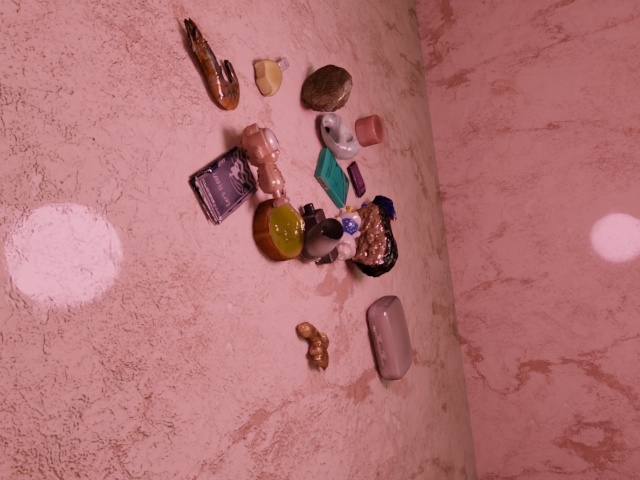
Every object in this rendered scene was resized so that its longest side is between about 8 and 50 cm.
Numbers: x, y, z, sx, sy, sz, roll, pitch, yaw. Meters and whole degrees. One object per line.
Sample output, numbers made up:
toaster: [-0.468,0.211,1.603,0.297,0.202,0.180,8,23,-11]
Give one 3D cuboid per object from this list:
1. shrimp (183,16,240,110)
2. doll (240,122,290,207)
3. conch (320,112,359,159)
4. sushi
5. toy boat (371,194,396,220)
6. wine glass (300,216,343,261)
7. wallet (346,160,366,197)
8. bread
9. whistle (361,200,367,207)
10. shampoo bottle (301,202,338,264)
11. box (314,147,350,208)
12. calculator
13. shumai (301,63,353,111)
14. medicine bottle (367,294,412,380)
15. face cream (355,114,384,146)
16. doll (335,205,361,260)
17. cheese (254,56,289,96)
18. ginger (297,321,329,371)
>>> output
shrimp: [-0.326,-0.554,1.485,0.169,0.058,0.296,-69,143,-53]
doll: [-0.170,-0.242,1.539,0.154,0.119,0.278,-87,157,-75]
conch: [0.074,-0.449,2.077,0.221,0.121,0.185,56,21,4]
sushi: [0.228,-0.008,2.153,0.171,0.211,0.350,38,44,-44]
toy boat: [0.310,-0.070,2.336,0.072,0.219,0.318,-4,88,-23]
wine glass: [0.000,0.000,1.730,0.111,0.204,0.111,12,61,-23]
wallet: [0.182,-0.301,2.326,0.111,0.030,0.166,-50,124,-53]
bread: [-0.138,-0.038,1.642,0.236,0.070,0.236,27,58,-54]
whistle: [0.218,-0.164,2.346,0.029,0.033,0.083,47,42,-39]
shampoo bottle: [-0.008,-0.029,1.858,0.079,0.080,0.246,-50,125,-56]
box: [0.056,-0.271,2.082,0.226,0.042,0.161,50,42,-43]
calculator: [-0.286,-0.174,1.461,0.274,0.028,0.166,-54,128,-52]
shumai: [0.055,-0.601,2.015,0.204,0.222,0.272,55,29,-44]
medicine bottle: [0.341,0.465,2.288,0.282,0.123,0.375,-25,103,-62]
face cream: [0.257,-0.569,2.462,0.149,0.104,0.149,25,60,-56]
doll: [0.110,-0.026,2.031,0.138,0.119,0.293,37,45,-24]
cheese: [-0.173,-0.637,1.780,0.127,0.050,0.255,62,33,-27]
ginger: [-0.019,0.382,1.738,0.214,0.059,0.133,52,35,-43]
